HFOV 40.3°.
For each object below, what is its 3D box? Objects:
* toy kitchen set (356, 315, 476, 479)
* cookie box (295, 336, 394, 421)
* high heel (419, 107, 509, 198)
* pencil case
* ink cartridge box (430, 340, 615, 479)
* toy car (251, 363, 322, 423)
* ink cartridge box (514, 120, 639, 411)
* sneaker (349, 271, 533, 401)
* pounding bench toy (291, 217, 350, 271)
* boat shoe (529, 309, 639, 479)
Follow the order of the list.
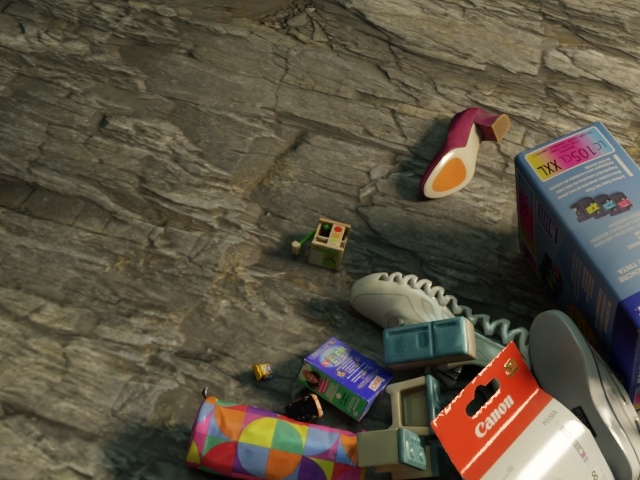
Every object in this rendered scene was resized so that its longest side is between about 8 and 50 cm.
[{"bbox_3d":[0.126,0.192,1.119,0.122,0.166,0.207,-12,65,22],"label":"toy kitchen set"},{"bbox_3d":[0.035,0.192,1.217,0.107,0.040,0.092,31,27,18],"label":"cookie box"},{"bbox_3d":[0.230,-0.162,1.579,0.117,0.082,0.244,14,54,48],"label":"high heel"},{"bbox_3d":[-0.057,0.266,1.119,0.236,0.104,0.104,14,48,3],"label":"pencil case"},{"bbox_3d":[0.264,0.274,1.106,0.189,0.066,0.232,-37,106,-33],"label":"ink cartridge box"},{"bbox_3d":[-0.038,0.204,1.206,0.041,0.060,0.122,-2,48,-52],"label":"toy car"},{"bbox_3d":[0.437,0.062,1.249,0.151,0.270,0.395,-25,53,-2],"label":"ink cartridge box"},{"bbox_3d":[0.168,0.141,1.267,0.292,0.110,0.118,24,58,13],"label":"sneaker"},{"bbox_3d":[0.000,0.000,1.394,0.083,0.052,0.065,14,48,4],"label":"pounding bench toy"},{"bbox_3d":[0.376,0.213,1.212,0.084,0.095,0.258,-16,82,-40],"label":"boat shoe"}]
